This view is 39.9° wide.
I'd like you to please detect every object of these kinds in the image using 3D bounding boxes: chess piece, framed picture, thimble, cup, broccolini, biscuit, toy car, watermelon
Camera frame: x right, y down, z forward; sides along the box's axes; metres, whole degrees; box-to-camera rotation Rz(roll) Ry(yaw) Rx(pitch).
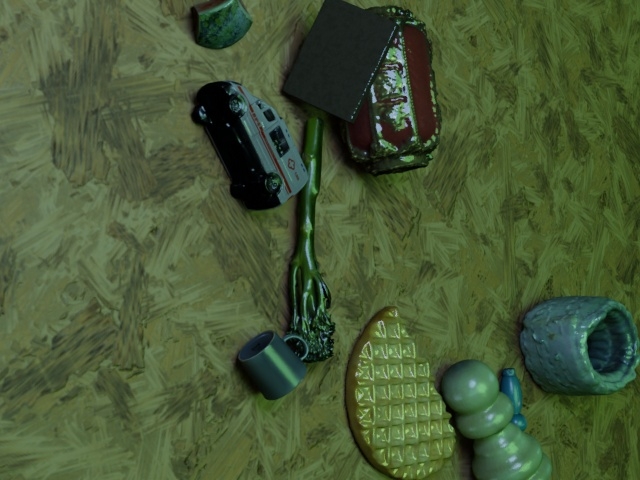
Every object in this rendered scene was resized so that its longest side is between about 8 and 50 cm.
[{"bbox_3d":[0.307,0.332,1.603,0.144,0.144,0.251,-37,105,-39],"label":"chess piece"},{"bbox_3d":[0.031,-0.286,1.389,0.168,0.128,0.023,-64,164,5],"label":"framed picture"},{"bbox_3d":[0.532,0.214,1.796,0.250,0.172,0.205,33,65,-37],"label":"thimble"},{"bbox_3d":[-0.065,0.175,1.309,0.100,0.078,0.077,-43,110,-22],"label":"cup"},{"bbox_3d":[-0.005,0.000,1.407,0.079,0.074,0.392,4,78,-1],"label":"broccolini"},{"bbox_3d":[0.132,0.286,1.506,0.204,0.040,0.309,-36,109,-39],"label":"biscuit"},{"bbox_3d":[-0.100,-0.151,1.312,0.108,0.089,0.209,-41,114,-38],"label":"toy car"},{"bbox_3d":[-0.145,-0.329,1.314,0.092,0.085,0.072,75,8,-60],"label":"watermelon"}]

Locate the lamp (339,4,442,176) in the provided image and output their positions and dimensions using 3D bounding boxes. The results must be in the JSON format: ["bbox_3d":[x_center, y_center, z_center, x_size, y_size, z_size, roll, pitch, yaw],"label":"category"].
[{"bbox_3d":[0.110,-0.247,1.471,0.177,0.177,0.274,-8,91,-43],"label":"lamp"}]

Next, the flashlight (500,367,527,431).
[{"bbox_3d":[0.374,0.315,1.722,0.051,0.051,0.129,1,81,-43],"label":"flashlight"}]
